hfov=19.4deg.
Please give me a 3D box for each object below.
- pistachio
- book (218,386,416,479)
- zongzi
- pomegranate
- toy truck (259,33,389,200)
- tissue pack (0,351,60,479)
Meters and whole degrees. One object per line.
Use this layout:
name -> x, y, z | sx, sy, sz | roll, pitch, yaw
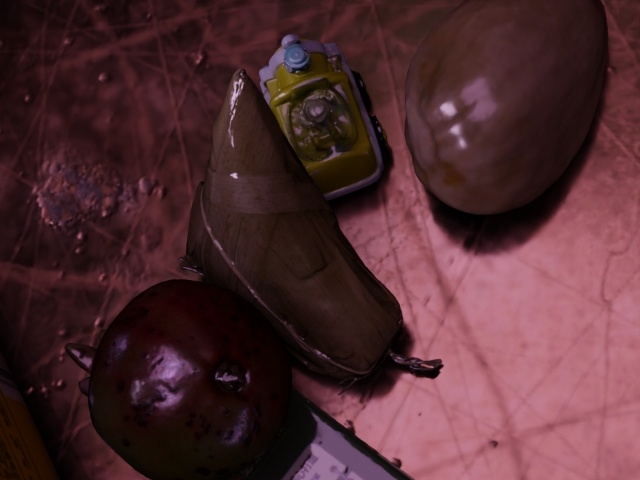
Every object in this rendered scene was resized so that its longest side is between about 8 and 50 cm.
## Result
pistachio -> 0.123, -0.103, 1.222 | 0.126, 0.108, 0.185 | 32, 72, -6
book -> 0.017, 0.243, 1.172 | 0.264, 0.027, 0.202 | 35, 82, 18
zongzi -> 0.000, 0.000, 1.175 | 0.189, 0.178, 0.081 | 38, 54, 17
pomegranate -> -0.088, 0.082, 1.181 | 0.129, 0.129, 0.159 | -41, 31, -4
toy truck -> -0.004, -0.088, 1.251 | 0.076, 0.077, 0.111 | -22, 70, 3
tissue pack -> -0.283, 0.184, 1.097 | 0.228, 0.293, 0.382 | -32, 71, 8
